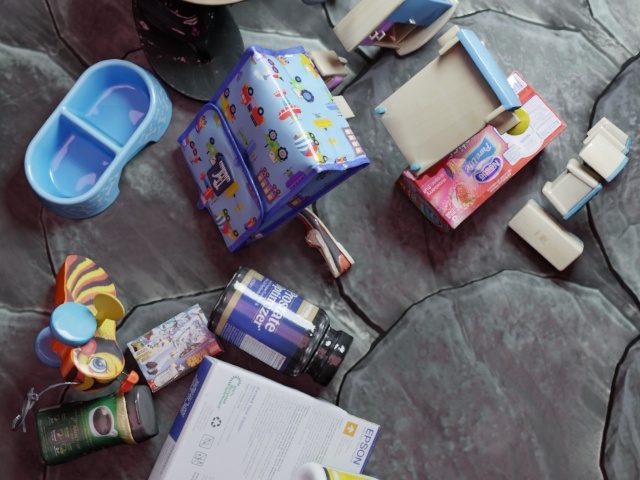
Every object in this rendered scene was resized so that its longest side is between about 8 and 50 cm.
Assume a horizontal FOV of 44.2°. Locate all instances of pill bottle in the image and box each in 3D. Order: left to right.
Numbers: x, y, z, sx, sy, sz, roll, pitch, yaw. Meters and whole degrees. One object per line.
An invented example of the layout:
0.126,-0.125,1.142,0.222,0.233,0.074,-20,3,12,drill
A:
-0.063,0.144,1.280,0.219,0.123,0.123,29,85,1,pill bottle
0.045,0.418,1.244,0.184,0.103,0.103,23,84,-27,pill bottle

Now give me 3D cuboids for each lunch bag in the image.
-0.104,-0.135,1.265,0.293,0.138,0.221,-36,78,37,lunch bag

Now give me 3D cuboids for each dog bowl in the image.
-0.378,-0.177,1.324,0.166,0.074,0.297,36,84,2,dog bowl

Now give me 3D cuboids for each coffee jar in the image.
-0.360,0.298,1.280,0.184,0.079,0.096,-14,78,-2,coffee jar

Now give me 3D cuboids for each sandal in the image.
-0.257,-0.441,1.333,0.167,0.107,0.446,-21,86,-3,sandal

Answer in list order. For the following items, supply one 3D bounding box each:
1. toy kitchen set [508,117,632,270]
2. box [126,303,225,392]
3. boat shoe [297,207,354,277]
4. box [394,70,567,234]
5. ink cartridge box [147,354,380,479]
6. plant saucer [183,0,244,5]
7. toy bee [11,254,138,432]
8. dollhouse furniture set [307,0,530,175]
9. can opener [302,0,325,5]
0.448,-0.082,1.345,0.122,0.166,0.207,43,122,3,toy kitchen set
-0.240,0.180,1.319,0.137,0.027,0.094,-29,85,-4,box
0.000,0.000,1.333,0.043,0.049,0.137,-40,92,-2,boat shoe
0.261,-0.141,1.313,0.257,0.122,0.128,-42,87,-4,box
-0.105,0.388,1.260,0.330,0.071,0.324,27,84,-28,ink cartridge box
-0.156,-0.476,1.206,0.277,0.041,0.278,0,75,1,plant saucer
-0.368,0.176,1.248,0.162,0.195,0.298,23,65,-24,toy bee
0.161,-0.230,1.270,0.286,0.198,0.303,-39,78,31,dollhouse furniture set
-0.017,-0.486,1.145,0.095,0.076,0.284,-15,77,1,can opener
